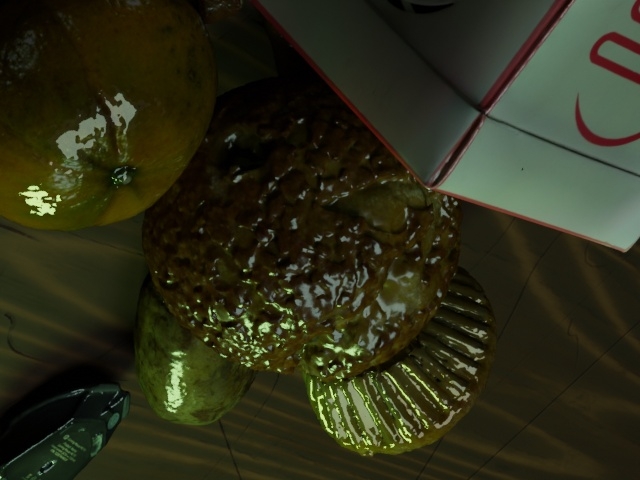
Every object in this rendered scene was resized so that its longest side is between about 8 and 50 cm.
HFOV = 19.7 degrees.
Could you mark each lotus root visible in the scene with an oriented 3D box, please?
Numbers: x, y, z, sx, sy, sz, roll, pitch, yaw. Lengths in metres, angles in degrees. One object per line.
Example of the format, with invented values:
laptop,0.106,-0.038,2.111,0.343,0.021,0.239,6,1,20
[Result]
lotus root,-0.116,0.077,1.864,0.145,0.128,0.260,-23,142,-38

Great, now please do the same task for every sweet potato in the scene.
sweet potato,0.028,-0.136,1.784,0.314,0.072,0.066,37,64,-53

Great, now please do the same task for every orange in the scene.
orange,-0.194,-0.112,1.533,0.240,0.171,0.240,-23,143,-19

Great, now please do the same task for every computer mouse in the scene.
computer mouse,-0.285,0.209,1.932,0.192,0.062,0.106,-41,145,-3

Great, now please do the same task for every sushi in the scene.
sushi,-0.092,-0.230,1.584,0.055,0.052,0.120,-28,145,-12

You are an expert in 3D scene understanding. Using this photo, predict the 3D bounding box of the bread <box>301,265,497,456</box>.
bread,0.078,0.114,1.986,0.240,0.240,0.139,-39,134,4

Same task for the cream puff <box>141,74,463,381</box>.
cream puff,0.000,0.000,1.680,0.303,0.212,0.303,-19,129,-25

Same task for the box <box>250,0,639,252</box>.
box,0.181,-0.216,1.603,0.312,0.314,0.300,14,118,-48
